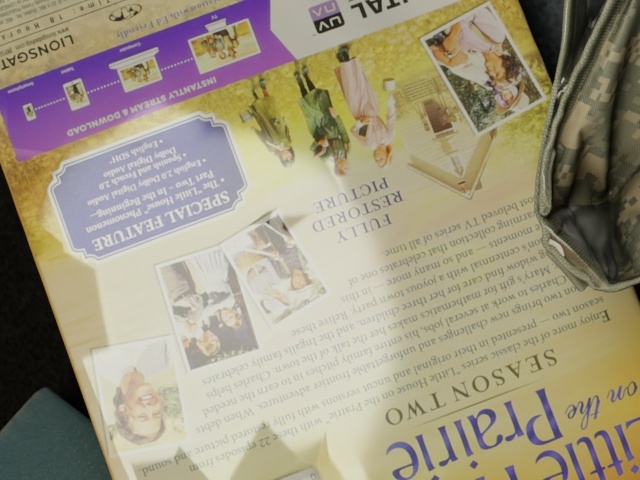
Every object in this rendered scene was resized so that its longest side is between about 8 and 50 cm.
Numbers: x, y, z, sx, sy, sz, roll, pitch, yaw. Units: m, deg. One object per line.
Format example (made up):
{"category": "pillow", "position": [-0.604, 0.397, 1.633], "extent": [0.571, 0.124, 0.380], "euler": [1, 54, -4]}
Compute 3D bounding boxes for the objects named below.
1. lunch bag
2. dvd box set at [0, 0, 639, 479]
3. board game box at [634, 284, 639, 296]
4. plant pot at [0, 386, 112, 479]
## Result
{"category": "lunch bag", "position": [0.220, -0.110, 0.867], "extent": [0.169, 0.235, 0.287], "euler": [43, 113, 8]}
{"category": "dvd box set", "position": [0.000, 0.000, 0.993], "extent": [0.308, 0.062, 0.420], "euler": [-21, 82, -2]}
{"category": "board game box", "position": [0.096, 0.144, 1.081], "extent": [0.145, 0.027, 0.281], "euler": [15, 104, 23]}
{"category": "plant pot", "position": [-0.156, 0.290, 1.111], "extent": [0.252, 0.248, 0.247], "euler": [31, 110, 1]}
